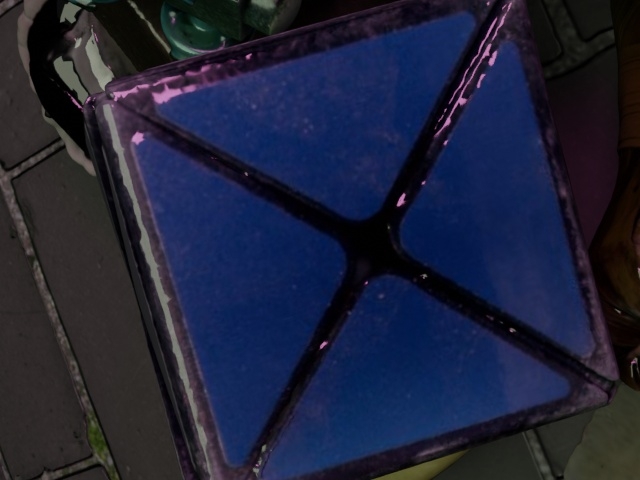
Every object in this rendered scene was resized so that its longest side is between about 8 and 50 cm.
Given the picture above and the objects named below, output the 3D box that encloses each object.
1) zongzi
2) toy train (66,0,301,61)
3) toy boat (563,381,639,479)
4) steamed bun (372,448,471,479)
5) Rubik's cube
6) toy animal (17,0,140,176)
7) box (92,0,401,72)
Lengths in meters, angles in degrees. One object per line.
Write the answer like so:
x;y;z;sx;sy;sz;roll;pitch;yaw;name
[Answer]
0.226;-0.059;0.802;0.288;0.286;0.134;51;144;21;zongzi
-0.087;-0.219;0.781;0.203;0.112;0.163;30;73;7;toy train
0.294;0.203;0.871;0.276;0.111;0.293;3;103;56;toy boat
0.036;0.092;1.003;0.273;0.166;0.232;-39;93;14;steamed bun
0.000;0.000;0.754;0.255;0.260;0.259;180;76;-78;Rubik's cube
-0.157;-0.165;1.073;0.156;0.204;0.208;-16;104;60;toy animal
-0.051;-0.177;0.943;0.273;0.184;0.143;53;167;-8;box
